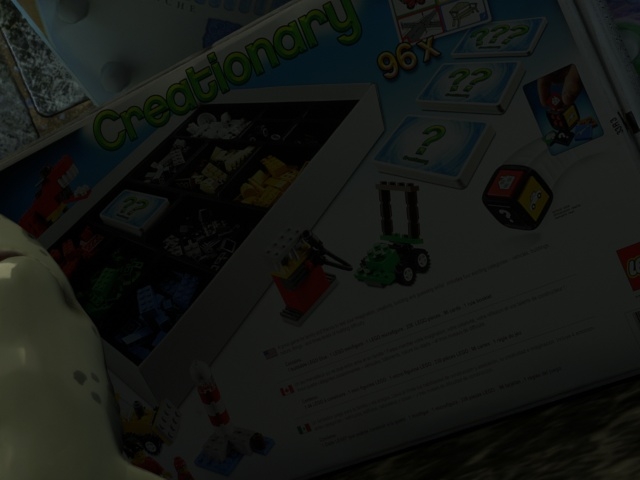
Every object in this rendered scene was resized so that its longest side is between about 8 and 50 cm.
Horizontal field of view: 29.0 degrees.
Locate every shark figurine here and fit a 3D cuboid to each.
[{"bbox_3d":[-0.125,0.127,0.326,0.278,0.166,0.116,-47,-9,-42],"label":"shark figurine"}]

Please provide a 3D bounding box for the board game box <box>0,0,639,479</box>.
[{"bbox_3d":[0.000,0.000,0.545,0.305,0.193,0.053,-23,1,28],"label":"board game box"}]

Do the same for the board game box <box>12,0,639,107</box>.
[{"bbox_3d":[0.046,-0.109,0.569,0.390,0.390,0.050,-23,26,30],"label":"board game box"}]
